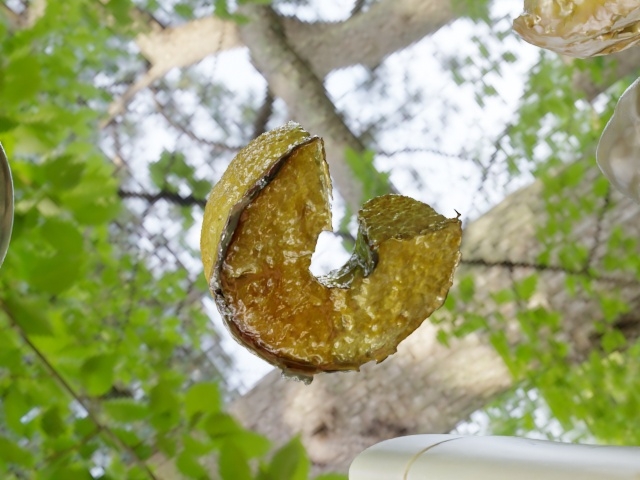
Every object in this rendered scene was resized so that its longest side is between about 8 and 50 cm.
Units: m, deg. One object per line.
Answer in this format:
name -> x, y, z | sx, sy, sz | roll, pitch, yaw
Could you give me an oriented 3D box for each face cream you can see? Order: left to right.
face cream -> 0.171, 0.178, 0.952 | 0.173, 0.348, 0.081 | 12, -101, -24

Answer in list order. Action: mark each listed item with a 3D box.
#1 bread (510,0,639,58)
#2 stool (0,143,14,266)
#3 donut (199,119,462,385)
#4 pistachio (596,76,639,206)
bread -> 0.157, -0.180, 0.734 | 0.260, 0.147, 0.160 | -58, -51, -85
stool -> -0.387, -0.028, 1.154 | 0.198, 0.195, 0.195 | 3, -100, -56
donut -> -0.005, 0.010, 0.871 | 0.181, 0.146, 0.078 | 25, -167, -40
pistachio -> 0.320, -0.088, 1.059 | 0.136, 0.226, 0.136 | 165, 90, -84
